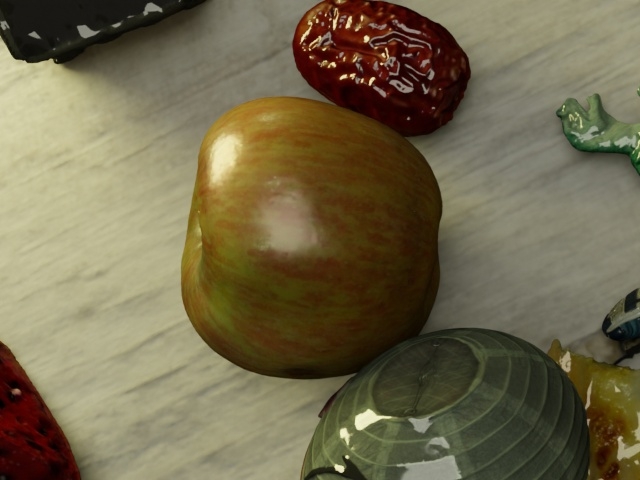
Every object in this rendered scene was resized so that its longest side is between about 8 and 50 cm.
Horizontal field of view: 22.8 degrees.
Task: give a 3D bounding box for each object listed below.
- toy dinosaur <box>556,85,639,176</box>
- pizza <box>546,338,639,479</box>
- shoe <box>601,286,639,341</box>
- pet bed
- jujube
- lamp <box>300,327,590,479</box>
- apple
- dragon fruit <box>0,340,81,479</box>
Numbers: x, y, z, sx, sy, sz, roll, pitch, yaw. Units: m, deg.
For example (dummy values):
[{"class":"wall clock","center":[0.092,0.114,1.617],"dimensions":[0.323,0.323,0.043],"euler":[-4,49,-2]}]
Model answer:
[{"class":"toy dinosaur","center":[0.394,-0.048,1.451],"dimensions":[0.383,0.076,0.129],"euler":[38,94,20]},{"class":"pizza","center":[0.338,0.187,1.410],"dimensions":[0.287,0.075,0.280],"euler":[-23,75,7]},{"class":"shoe","center":[0.328,0.069,1.448],"dimensions":[0.143,0.064,0.071],"euler":[-14,98,16]},{"class":"pet bed","center":[-0.234,-0.289,1.603],"dimensions":[0.211,0.159,0.183],"euler":[-21,101,9]},{"class":"jujube","center":[0.056,-0.172,1.531],"dimensions":[0.176,0.109,0.112],"euler":[28,51,19]},{"class":"lamp","center":[0.105,0.199,1.346],"dimensions":[0.233,0.233,0.265],"euler":[31,50,16]},{"class":"apple","center":[0.000,0.000,1.429],"dimensions":[0.264,0.264,0.264],"euler":[-3,78,12]},{"class":"dragon fruit","center":[-0.442,0.188,1.496],"dimensions":[0.330,0.240,0.302],"euler":[-34,55,-4]}]
